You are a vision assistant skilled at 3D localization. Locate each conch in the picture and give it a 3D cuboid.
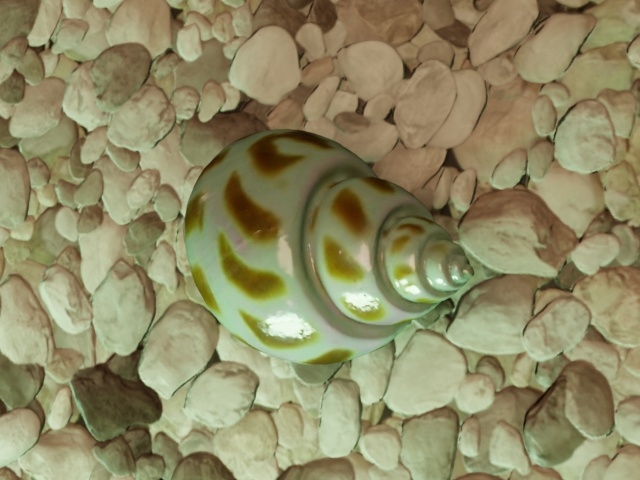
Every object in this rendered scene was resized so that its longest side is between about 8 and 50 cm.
[{"bbox_3d":[-0.001,0.000,1.579,0.368,0.197,0.249,15,68,20],"label":"conch"}]
